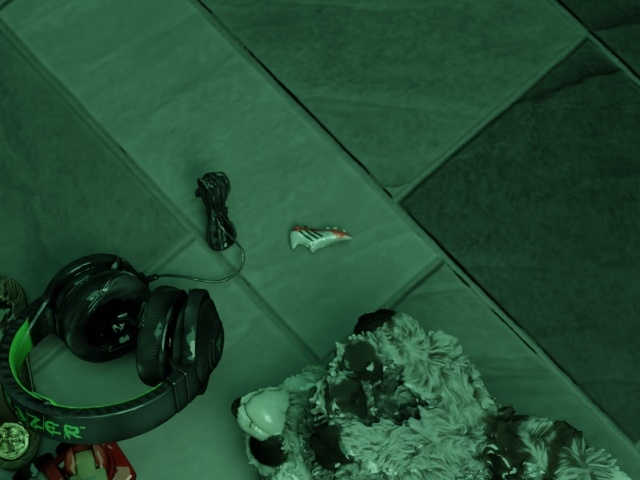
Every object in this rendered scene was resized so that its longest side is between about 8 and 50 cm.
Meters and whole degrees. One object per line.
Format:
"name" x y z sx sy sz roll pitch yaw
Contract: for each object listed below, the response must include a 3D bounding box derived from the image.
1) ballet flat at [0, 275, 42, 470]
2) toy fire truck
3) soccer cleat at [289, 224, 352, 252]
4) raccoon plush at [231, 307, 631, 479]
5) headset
"ballet flat" -0.395 0.164 1.713 0.084 0.058 0.250 -4 72 -5
"toy fire truck" -0.312 0.313 1.570 0.217 0.246 0.158 -33 76 -14
"soccer cleat" 0.000 0.000 1.814 0.083 0.029 0.035 5 80 1
"raccoon plush" 0.106 0.282 1.597 0.446 0.299 0.216 36 58 2
"headset" -0.223 0.079 1.666 0.243 0.185 0.394 19 42 25
